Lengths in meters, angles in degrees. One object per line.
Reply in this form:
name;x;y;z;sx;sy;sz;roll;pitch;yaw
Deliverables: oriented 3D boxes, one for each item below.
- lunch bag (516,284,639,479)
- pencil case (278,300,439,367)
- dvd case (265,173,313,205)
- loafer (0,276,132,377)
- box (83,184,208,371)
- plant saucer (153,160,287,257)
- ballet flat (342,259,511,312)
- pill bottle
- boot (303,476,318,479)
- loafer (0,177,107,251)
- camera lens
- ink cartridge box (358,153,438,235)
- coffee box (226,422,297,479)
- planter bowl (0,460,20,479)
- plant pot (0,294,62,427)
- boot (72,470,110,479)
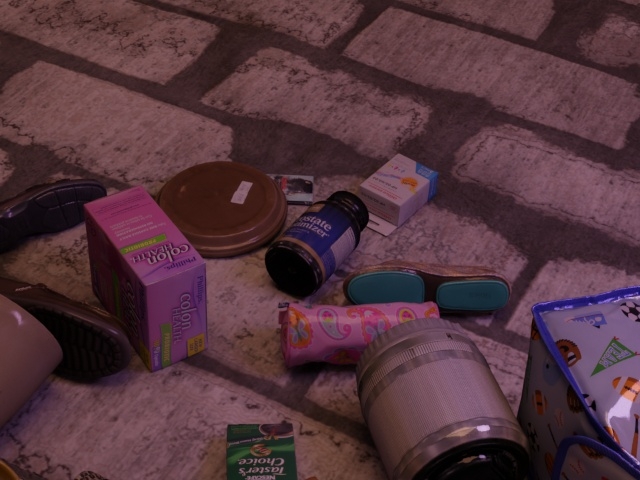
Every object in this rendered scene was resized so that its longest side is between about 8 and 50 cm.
lunch bag;0.439;0.318;1.683;0.239;0.328;0.385;-11;45;-9
pencil case;0.067;0.162;1.992;0.284;0.124;0.124;0;41;-2
dvd case;-0.075;-0.106;2.364;0.119;0.013;0.087;2;41;1
loafer;-0.479;0.126;1.980;0.366;0.134;0.130;17;32;15
box;-0.308;0.065;2.002;0.117;0.213;0.243;-22;48;-27
plant saucer;-0.204;-0.073;2.287;0.278;0.041;0.278;0;42;0
ballet flat;0.194;0.086;2.118;0.316;0.107;0.106;5;21;-6
pill bottle;0.000;0.000;2.167;0.123;0.123;0.219;23;45;21
boot;0.061;0.455;1.712;0.264;0.096;0.280;-24;36;-26
loafer;-0.570;-0.063;2.215;0.302;0.109;0.095;-24;44;-24
camera lens;0.188;0.285;1.783;0.219;0.219;0.274;-9;43;-14
ink cartridge box;0.149;-0.095;2.331;0.104;0.061;0.181;28;47;25
coffee box;-0.092;0.353;1.784;0.113;0.040;0.184;0;25;-3
planter bowl;-0.536;0.422;1.662;0.217;0.090;0.217;4;51;-5
plant pot;-0.590;0.237;1.795;0.256;0.256;0.274;18;60;16
boot;-0.321;0.444;1.670;0.179;0.085;0.236;16;36;17
